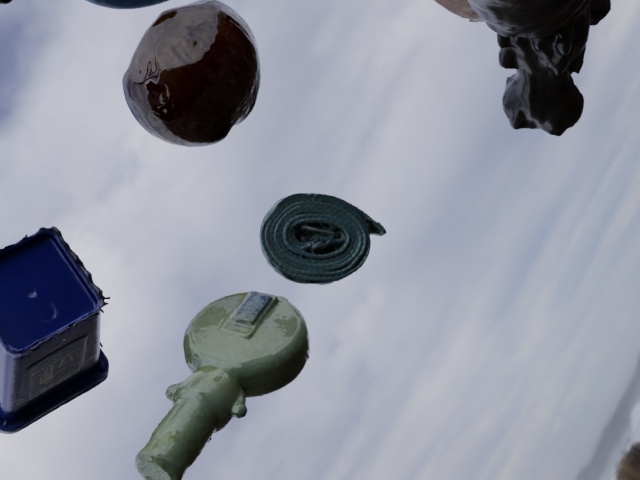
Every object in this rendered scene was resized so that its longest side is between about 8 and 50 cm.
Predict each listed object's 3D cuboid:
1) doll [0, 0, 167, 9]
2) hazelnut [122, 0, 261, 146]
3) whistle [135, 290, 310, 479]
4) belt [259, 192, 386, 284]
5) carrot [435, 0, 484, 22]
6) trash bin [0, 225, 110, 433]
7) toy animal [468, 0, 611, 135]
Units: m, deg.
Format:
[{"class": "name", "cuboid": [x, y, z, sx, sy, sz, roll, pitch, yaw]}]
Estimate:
[{"class": "doll", "cuboid": [-0.107, -0.207, 0.516, 0.177, 0.141, 0.314, -54, 10, 19]}, {"class": "hazelnut", "cuboid": [-0.171, -0.226, 1.256, 0.202, 0.170, 0.160, -52, -12, 1]}, {"class": "whistle", "cuboid": [-0.092, 0.126, 0.891, 0.258, 0.126, 0.067, -55, -33, -47]}, {"class": "belt", "cuboid": [-0.009, -0.002, 1.406, 0.148, 0.163, 0.082, -56, 4, -2]}, {"class": "carrot", "cuboid": [0.205, -0.463, 1.385, 0.100, 0.307, 0.258, -26, 32, 55]}, {"class": "trash bin", "cuboid": [-0.335, 0.090, 1.059, 0.162, 0.184, 0.234, -31, -12, -29]}, {"class": "toy animal", "cuboid": [0.158, -0.210, 0.700, 0.343, 0.106, 0.168, 34, -104, -57]}]
